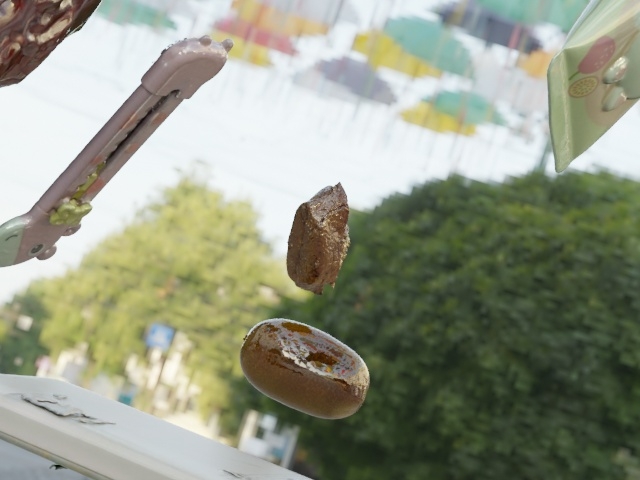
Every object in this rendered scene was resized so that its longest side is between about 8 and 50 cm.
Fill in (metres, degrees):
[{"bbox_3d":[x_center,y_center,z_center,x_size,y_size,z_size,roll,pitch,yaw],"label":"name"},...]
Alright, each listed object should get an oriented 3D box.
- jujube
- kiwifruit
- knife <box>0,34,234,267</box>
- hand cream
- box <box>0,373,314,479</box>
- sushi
[{"bbox_3d":[-0.411,-0.284,1.915,0.258,0.377,0.258,14,-51,18],"label":"jujube"},{"bbox_3d":[-0.015,0.117,1.488,0.124,0.075,0.075,27,-8,-1],"label":"kiwifruit"},{"bbox_3d":[-0.242,-0.091,1.838,0.132,0.398,0.038,-2,52,-56],"label":"knife"},{"bbox_3d":[0.258,-0.193,1.196,0.093,0.306,0.147,35,-17,25],"label":"hand cream"},{"bbox_3d":[-0.118,0.143,1.098,0.285,0.044,0.142,17,3,29],"label":"box"},{"bbox_3d":[0.002,0.002,1.509,0.060,0.118,0.061,-11,50,-35],"label":"sushi"}]
